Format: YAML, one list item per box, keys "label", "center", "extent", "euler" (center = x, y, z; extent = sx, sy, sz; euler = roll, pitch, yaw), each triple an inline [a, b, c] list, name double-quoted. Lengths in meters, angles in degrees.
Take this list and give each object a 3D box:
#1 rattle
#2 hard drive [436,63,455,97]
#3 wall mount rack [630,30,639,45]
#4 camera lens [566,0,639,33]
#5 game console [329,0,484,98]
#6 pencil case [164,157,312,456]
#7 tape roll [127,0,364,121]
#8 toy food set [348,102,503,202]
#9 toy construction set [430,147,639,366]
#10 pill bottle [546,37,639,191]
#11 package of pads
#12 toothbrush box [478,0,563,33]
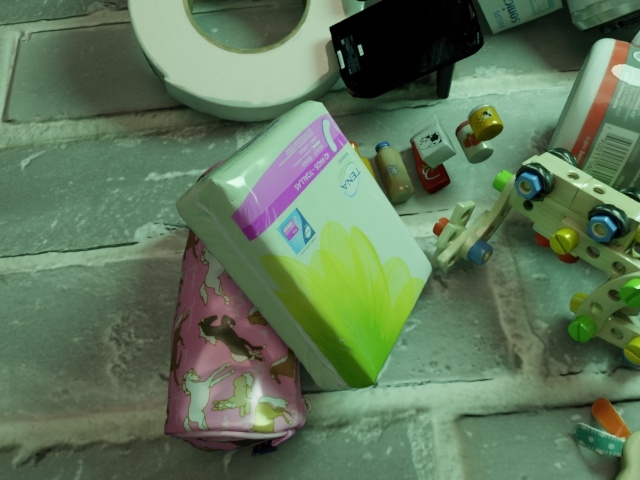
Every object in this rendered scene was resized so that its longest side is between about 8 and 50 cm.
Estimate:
- label: "rattle"
  center: [0.383, 0.269, 0.673]
  extent: [0.130, 0.143, 0.200]
  euler: [-28, 70, 12]
- label: "hard drive"
  center: [0.203, -0.307, 0.962]
  extent: [0.022, 0.135, 0.094]
  euler: [3, 65, 4]
- label: "wall mount rack"
  center: [0.611, -0.331, 0.837]
  extent: [0.350, 0.304, 0.130]
  euler: [-27, 55, -12]
- label: "camera lens"
  center: [0.475, -0.480, 0.929]
  extent: [0.219, 0.219, 0.274]
  euler: [-22, 101, -6]
- label: "game console"
  center: [0.103, -0.408, 0.923]
  extent: [0.213, 0.044, 0.361]
  euler: [-18, 74, 23]
- label: "pencil case"
  center: [-0.100, 0.075, 0.794]
  extent: [0.167, 0.160, 0.386]
  euler: [20, 57, -36]
- label: "tape roll"
  center: [-0.122, -0.391, 1.003]
  extent: [0.392, 0.072, 0.392]
  euler: [1, 80, -4]
- label: "toy food set"
  center: [0.151, -0.141, 0.891]
  extent: [0.232, 0.111, 0.105]
  euler: [-31, 61, 25]
- label: "toy construction set"
  center: [0.309, 0.014, 0.777]
  extent: [0.327, 0.215, 0.151]
  euler: [27, 47, 22]
- label: "pill bottle"
  center: [0.508, -0.120, 0.806]
  extent: [0.362, 0.210, 0.210]
  euler: [22, 68, 14]
- label: "package of pads"
  center: [0.000, 0.000, 0.738]
  extent: [0.296, 0.101, 0.229]
  euler: [54, 43, -15]
- label: "toothbrush box"
  center: [0.283, -0.527, 0.974]
  extent: [0.126, 0.216, 0.296]
  euler: [-15, 74, 25]
